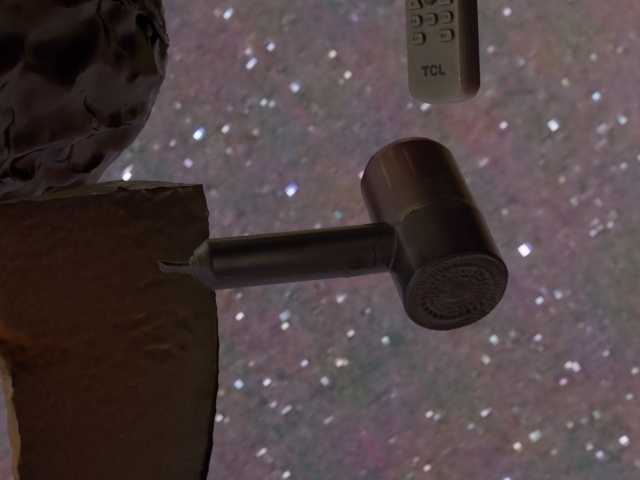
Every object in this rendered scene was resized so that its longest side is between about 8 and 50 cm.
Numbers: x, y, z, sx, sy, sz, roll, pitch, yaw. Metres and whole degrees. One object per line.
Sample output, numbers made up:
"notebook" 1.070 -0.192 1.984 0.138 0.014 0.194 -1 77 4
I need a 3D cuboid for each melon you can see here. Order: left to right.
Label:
"melon" -0.082 0.068 0.563 0.098 0.054 0.182 -19 -77 -48

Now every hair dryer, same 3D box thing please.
"hair dryer" 0.000 0.000 0.497 0.114 0.037 0.063 -6 -136 -15

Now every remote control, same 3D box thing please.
"remote control" 0.110 -0.221 1.366 0.029 0.087 0.190 -6 -83 -33

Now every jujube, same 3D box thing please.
"jujube" -0.258 -0.130 0.925 0.258 0.258 0.376 56 -154 9
